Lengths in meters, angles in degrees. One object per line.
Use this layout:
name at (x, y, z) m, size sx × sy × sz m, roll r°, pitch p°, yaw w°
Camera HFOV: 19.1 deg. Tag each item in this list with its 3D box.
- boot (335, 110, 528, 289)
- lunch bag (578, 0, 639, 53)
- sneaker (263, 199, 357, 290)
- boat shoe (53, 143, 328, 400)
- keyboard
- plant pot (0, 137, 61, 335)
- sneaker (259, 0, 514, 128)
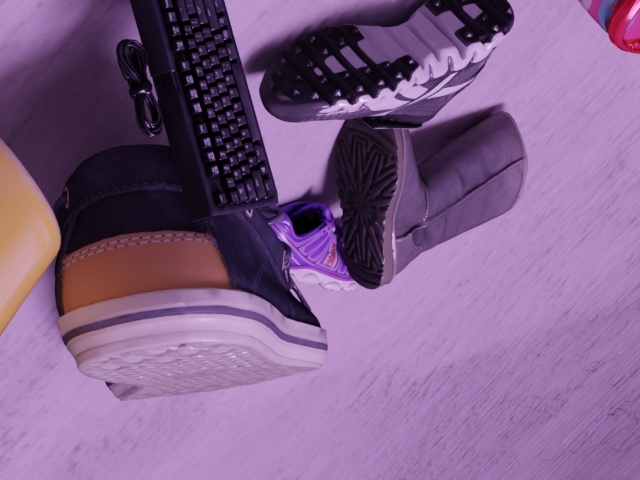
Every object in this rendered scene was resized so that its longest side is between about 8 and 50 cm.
boot at (0.106, -0.067, 1.661) m, size 0.208 × 0.076 × 0.190 m, roll -27°, pitch 137°, yaw -35°
lunch bag at (0.333, -0.284, 1.554) m, size 0.258 × 0.120 × 0.293 m, roll 4°, pitch 131°, yaw -51°
sneaker at (0.000, 0.000, 1.651) m, size 0.170 × 0.068 × 0.071 m, roll 3°, pitch 124°, yaw -58°
boat shoe at (-0.100, 0.034, 1.442) m, size 0.186 × 0.156 × 0.500 m, roll -10°, pitch 170°, yaw 3°
keyboard at (-0.084, -0.104, 1.231) m, size 0.108 × 0.180 × 0.023 m, roll -13°, pitch 175°, yaw -45°
plant pot at (-0.290, 0.028, 1.112) m, size 0.239 × 0.254 × 0.254 m, roll -45°, pitch 159°, yaw -21°
sneaker at (0.048, -0.122, 1.483) m, size 0.234 × 0.078 × 0.106 m, roll -24°, pitch 150°, yaw -33°
